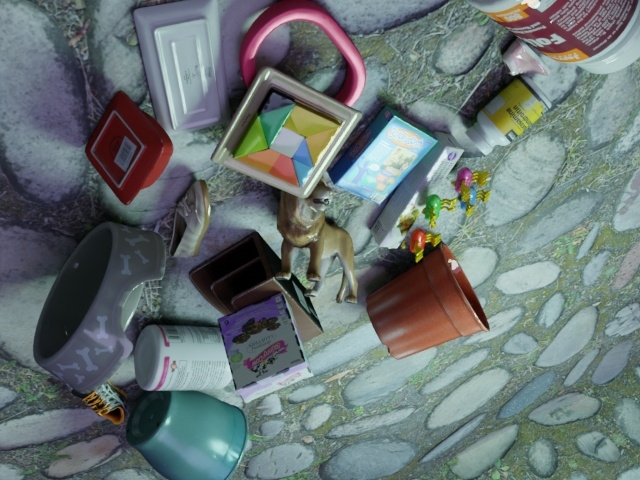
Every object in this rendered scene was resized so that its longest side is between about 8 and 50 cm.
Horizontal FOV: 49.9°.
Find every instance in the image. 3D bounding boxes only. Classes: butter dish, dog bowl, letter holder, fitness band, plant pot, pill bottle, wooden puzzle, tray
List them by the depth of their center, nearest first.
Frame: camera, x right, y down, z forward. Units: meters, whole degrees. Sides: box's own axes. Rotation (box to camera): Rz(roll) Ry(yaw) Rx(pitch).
[{"bbox_3d":[-0.241,-0.302,1.250,0.145,0.030,0.270,-16,139,-14],"label":"tray"},{"bbox_3d":[-0.333,-0.169,1.275,0.160,0.160,0.118,-51,158,25],"label":"butter dish"},{"bbox_3d":[0.461,-0.471,1.304,0.392,0.224,0.224,15,125,-38],"label":"pill bottle"},{"bbox_3d":[-0.033,-0.330,1.322,0.209,0.054,0.291,-39,140,10],"label":"fitness band"},{"bbox_3d":[-0.063,-0.198,1.338,0.238,0.044,0.221,19,120,-30],"label":"wooden puzzle"},{"bbox_3d":[-0.446,0.118,1.363,0.102,0.349,0.349,31,114,-33],"label":"dog bowl"},{"bbox_3d":[0.427,-0.284,1.580,0.184,0.103,0.103,-43,138,18],"label":"pill bottle"},{"bbox_3d":[-0.161,0.157,1.696,0.214,0.152,0.302,-29,140,5],"label":"letter holder"},{"bbox_3d":[-0.314,0.301,1.756,0.283,0.160,0.160,8,129,-35],"label":"pill bottle"},{"bbox_3d":[0.286,0.186,1.904,0.265,0.272,0.272,-29,141,15],"label":"plant pot"},{"bbox_3d":[-0.385,0.530,1.907,0.271,0.272,0.255,-39,123,15],"label":"plant pot"}]

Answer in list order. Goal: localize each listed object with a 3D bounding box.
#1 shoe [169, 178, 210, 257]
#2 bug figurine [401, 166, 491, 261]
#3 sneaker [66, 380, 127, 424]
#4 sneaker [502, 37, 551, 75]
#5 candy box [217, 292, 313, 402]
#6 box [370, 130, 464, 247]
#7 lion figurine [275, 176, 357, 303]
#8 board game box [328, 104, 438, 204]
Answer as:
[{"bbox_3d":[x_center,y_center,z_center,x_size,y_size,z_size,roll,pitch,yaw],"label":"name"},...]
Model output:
[{"bbox_3d":[-0.281,-0.039,1.474,0.058,0.077,0.219,-8,139,-29],"label":"shoe"},{"bbox_3d":[0.314,-0.079,1.710,0.279,0.072,0.216,-38,155,-21],"label":"bug figurine"},{"bbox_3d":[-0.574,0.411,1.792,0.084,0.083,0.215,-32,139,9],"label":"sneaker"},{"bbox_3d":[0.450,-0.390,1.522,0.134,0.051,0.070,24,120,-40],"label":"sneaker"},{"bbox_3d":[-0.125,0.236,1.531,0.164,0.196,0.070,-22,141,0],"label":"candy box"},{"bbox_3d":[0.230,-0.117,1.681,0.063,0.067,0.324,5,130,-34],"label":"box"},{"bbox_3d":[0.000,0.000,1.620,0.142,0.240,0.392,1,162,17],"label":"lion figurine"},{"bbox_3d":[0.143,-0.189,1.568,0.160,0.047,0.210,20,122,-41],"label":"board game box"}]
